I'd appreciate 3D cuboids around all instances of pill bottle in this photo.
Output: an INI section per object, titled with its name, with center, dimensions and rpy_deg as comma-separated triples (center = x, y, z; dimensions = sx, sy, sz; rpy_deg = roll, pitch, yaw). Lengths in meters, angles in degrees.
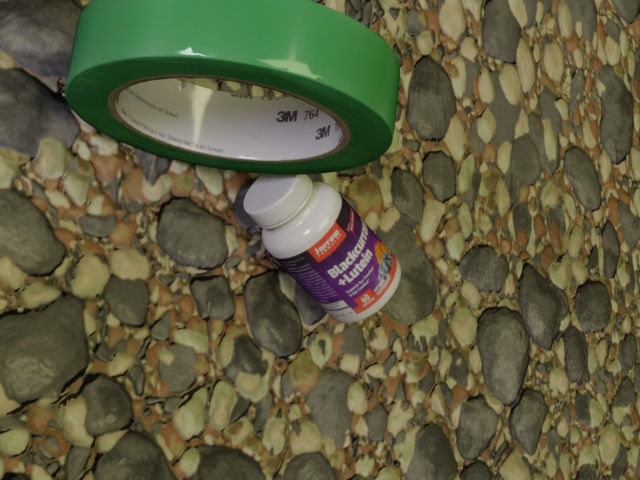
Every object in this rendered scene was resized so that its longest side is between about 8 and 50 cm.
[pill bottle]
center = 0.000, 0.000, 1.360
dimensions = 0.193, 0.108, 0.108
rpy_deg = 47, 55, -31

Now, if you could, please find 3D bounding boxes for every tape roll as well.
[tape roll]
center = -0.084, -0.149, 1.142
dimensions = 0.321, 0.321, 0.077
rpy_deg = 20, 70, -42
